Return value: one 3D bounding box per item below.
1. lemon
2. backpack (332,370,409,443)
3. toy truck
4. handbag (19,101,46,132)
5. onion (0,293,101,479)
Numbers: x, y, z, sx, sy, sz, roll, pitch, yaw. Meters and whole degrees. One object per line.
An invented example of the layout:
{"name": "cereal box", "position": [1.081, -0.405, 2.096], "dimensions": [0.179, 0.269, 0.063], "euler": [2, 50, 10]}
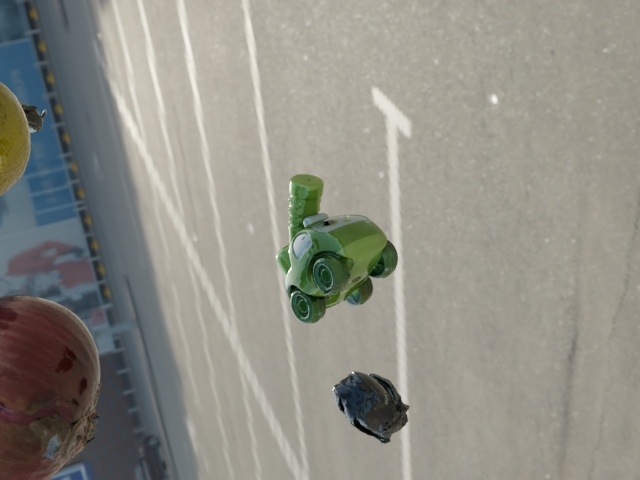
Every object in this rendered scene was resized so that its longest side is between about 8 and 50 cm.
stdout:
{"name": "lemon", "position": [-0.530, -0.154, 1.434], "dimensions": [0.231, 0.192, 0.192], "euler": [100, 153, -43]}
{"name": "backpack", "position": [0.094, 0.299, 1.783], "dimensions": [0.120, 0.106, 0.165], "euler": [44, 176, 29]}
{"name": "toy truck", "position": [0.003, 0.021, 1.517], "dimensions": [0.210, 0.148, 0.187], "euler": [45, 135, 31]}
{"name": "handbag", "position": [-0.552, -0.228, 1.753], "dimensions": [0.072, 0.111, 0.047], "euler": [-10, 73, 36]}
{"name": "onion", "position": [-0.486, 0.260, 1.493], "dimensions": [0.353, 0.353, 0.354], "euler": [165, 90, -76]}
